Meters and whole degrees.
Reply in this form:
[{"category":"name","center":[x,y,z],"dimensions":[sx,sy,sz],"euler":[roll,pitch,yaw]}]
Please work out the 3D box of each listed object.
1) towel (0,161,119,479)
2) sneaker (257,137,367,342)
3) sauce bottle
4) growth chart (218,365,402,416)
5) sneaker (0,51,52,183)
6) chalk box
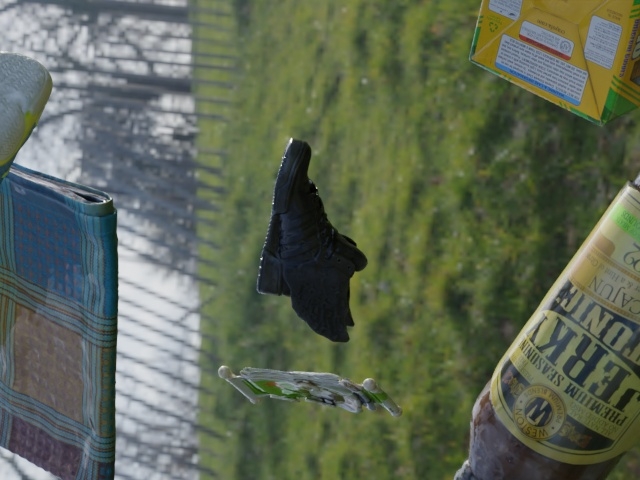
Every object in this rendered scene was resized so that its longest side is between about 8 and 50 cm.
[{"category":"towel","center":[-0.337,0.095,1.414],"dimensions":[0.040,0.271,0.370],"euler":[-21,-58,-50]},{"category":"sneaker","center":[0.000,0.001,0.991],"dimensions":[0.051,0.089,0.170],"euler":[-78,0,-61]},{"category":"sauce bottle","center":[0.180,0.101,0.842],"dimensions":[0.344,0.111,0.111],"euler":[-59,2,14]},{"category":"growth chart","center":[-0.012,0.193,1.559],"dimensions":[0.172,0.237,0.021],"euler":[45,-128,-58]},{"category":"sneaker","center":[-0.291,-0.036,0.922],"dimensions":[0.240,0.091,0.126],"euler":[-50,-15,-28]},{"category":"chalk box","center":[0.241,-0.198,0.973],"dimensions":[0.213,0.132,0.132],"euler":[-24,-45,-43]}]
